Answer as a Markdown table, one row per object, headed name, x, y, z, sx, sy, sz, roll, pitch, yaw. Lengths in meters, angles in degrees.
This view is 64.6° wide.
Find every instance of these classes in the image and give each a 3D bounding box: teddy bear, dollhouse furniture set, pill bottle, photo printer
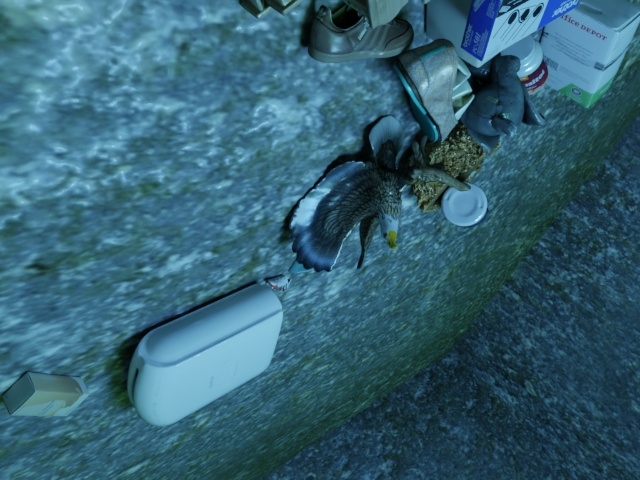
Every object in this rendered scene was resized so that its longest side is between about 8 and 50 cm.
| name | x | y | z | sx | sy | sz | roll | pitch | yaw |
| --- | --- | --- | --- | --- | --- | --- | --- | --- | --- |
| teddy bear | 0.298 | -0.183 | 1.168 | 0.338 | 0.113 | 0.245 | -36 | 160 | -29 |
| dollhouse furniture set | 0.025 | -0.264 | 0.571 | 0.161 | 0.182 | 0.101 | -40 | 153 | -7 |
| pill bottle | 0.325 | -0.076 | 1.125 | 0.094 | 0.094 | 0.169 | -50 | 164 | 13 |
| pill bottle | 0.425 | -0.371 | 1.064 | 0.086 | 0.086 | 0.152 | -51 | 152 | 14 |
| photo printer | -0.235 | 0.239 | 1.026 | 0.308 | 0.107 | 0.256 | -22 | 146 | -35 |

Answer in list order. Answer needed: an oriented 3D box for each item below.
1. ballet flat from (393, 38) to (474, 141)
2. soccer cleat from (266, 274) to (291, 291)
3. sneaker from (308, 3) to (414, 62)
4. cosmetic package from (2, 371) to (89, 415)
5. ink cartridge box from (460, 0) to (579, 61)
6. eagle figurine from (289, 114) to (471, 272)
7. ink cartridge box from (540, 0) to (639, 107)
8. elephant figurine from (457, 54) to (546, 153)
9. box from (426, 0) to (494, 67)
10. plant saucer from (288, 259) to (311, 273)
| name | x | y | z | sx | sy | sz | roll | pitch | yaw |
| --- | --- | --- | --- | --- | --- | --- | --- | --- | --- |
| ballet flat | 0.208 | -0.249 | 0.868 | 0.106 | 0.107 | 0.316 | -32 | 170 | 13 |
| soccer cleat | -0.089 | 0.089 | 1.098 | 0.035 | 0.029 | 0.083 | -55 | 155 | 3 |
| sneaker | 0.068 | -0.299 | 0.708 | 0.189 | 0.066 | 0.071 | -26 | 146 | -32 |
| cosmetic package | -0.449 | 0.255 | 0.833 | 0.060 | 0.041 | 0.115 | -44 | 153 | 2 |
| ink cartridge box | 0.292 | -0.339 | 0.703 | 0.207 | 0.046 | 0.097 | -33 | 153 | -19 |
| eagle figurine | 0.099 | -0.065 | 0.982 | 0.298 | 0.226 | 0.225 | -32 | -158 | 38 |
| ink cartridge box | 0.572 | -0.425 | 1.103 | 0.093 | 0.160 | 0.219 | -39 | 153 | -11 |
| elephant figurine | 0.365 | -0.264 | 1.019 | 0.239 | 0.170 | 0.185 | 19 | 87 | -51 |
| box | 0.238 | -0.418 | 0.704 | 0.148 | 0.121 | 0.311 | -39 | 153 | -8 |
| plant saucer | 0.000 | 0.000 | 1.100 | 0.067 | 0.018 | 0.192 | -3 | 134 | -51 |
